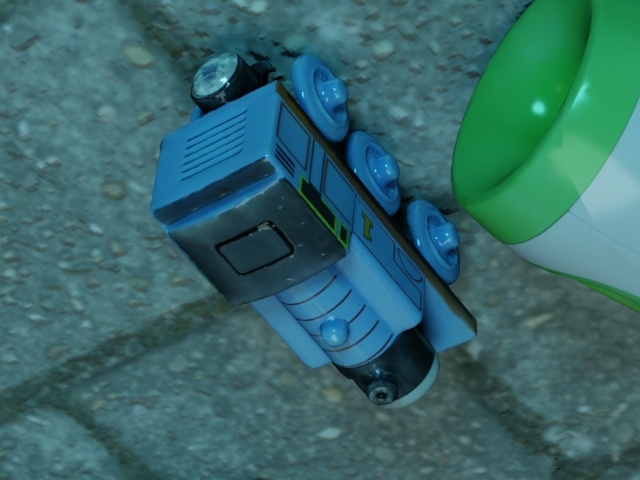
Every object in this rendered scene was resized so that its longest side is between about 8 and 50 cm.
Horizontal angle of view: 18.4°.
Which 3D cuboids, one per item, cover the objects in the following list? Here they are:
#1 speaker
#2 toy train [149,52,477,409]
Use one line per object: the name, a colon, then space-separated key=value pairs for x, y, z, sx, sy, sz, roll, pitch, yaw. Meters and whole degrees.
speaker: x=0.208 y=0.001 z=0.840 sx=0.297 sy=0.131 sz=0.131 roll=26 pitch=130 yaw=-17
toy train: x=0.000 y=0.000 z=0.876 sx=0.080 sy=0.105 sz=0.184 roll=-23 pitch=126 yaw=25
